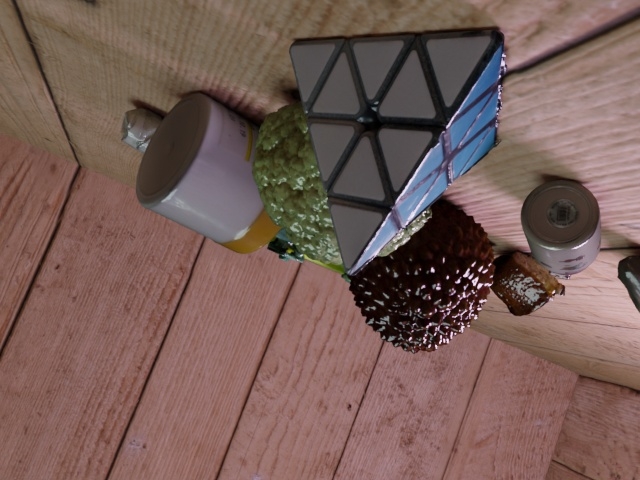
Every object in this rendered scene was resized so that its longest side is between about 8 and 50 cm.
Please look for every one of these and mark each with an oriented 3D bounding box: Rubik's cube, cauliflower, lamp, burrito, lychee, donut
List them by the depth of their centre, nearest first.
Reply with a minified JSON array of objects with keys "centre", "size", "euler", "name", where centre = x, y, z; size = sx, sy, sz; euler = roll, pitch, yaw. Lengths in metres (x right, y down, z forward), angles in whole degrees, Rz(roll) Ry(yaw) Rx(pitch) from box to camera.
[{"centre":[0.104,-0.135,0.835],"size":[0.233,0.229,0.228],"euler":[-16,-151,9],"name":"Rubik's cube"},{"centre":[0.047,-0.107,1.080],"size":[0.272,0.275,0.250],"euler":[-25,-179,39],"name":"cauliflower"},{"centre":[0.593,0.092,1.231],"size":[0.250,0.101,0.101],"euler":[32,167,-36],"name":"lamp"},{"centre":[0.198,0.062,1.392],"size":[0.305,0.331,0.306],"euler":[4,146,2],"name":"lychee"},{"centre":[0.440,0.094,1.553],"size":[0.126,0.144,0.186],"euler":[41,-162,0],"name":"donut"},{"centre":[-0.268,-0.180,1.653],"size":[0.445,0.101,0.139],"euler":[26,167,-31],"name":"burrito"}]

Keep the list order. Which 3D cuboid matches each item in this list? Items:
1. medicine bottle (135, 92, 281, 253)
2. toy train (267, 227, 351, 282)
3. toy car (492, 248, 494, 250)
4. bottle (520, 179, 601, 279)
[{"centre":[-0.190,-0.124,1.326],"size":[0.231,0.238,0.237],"euler":[29,169,-35],"name":"medicine bottle"},{"centre":[0.000,0.000,1.958],"size":[0.441,0.179,0.272],"euler":[23,178,-22],"name":"toy train"},{"centre":[0.318,0.020,1.622],"size":[0.093,0.058,0.186],"euler":[24,172,-30],"name":"toy car"},{"centre":[0.377,-0.007,1.089],"size":[0.109,0.110,0.233],"euler":[17,172,26],"name":"bottle"}]
